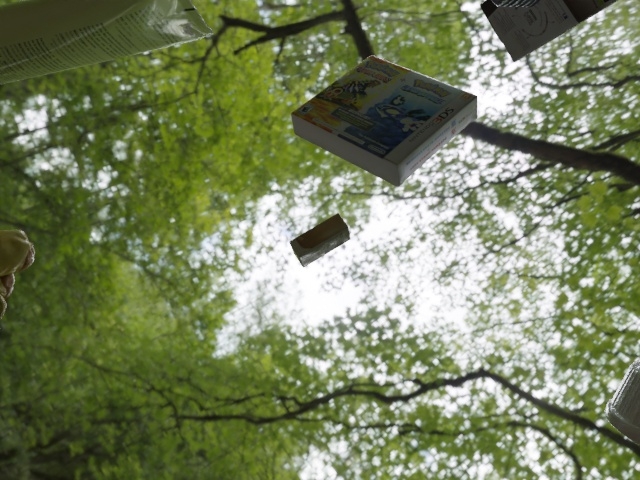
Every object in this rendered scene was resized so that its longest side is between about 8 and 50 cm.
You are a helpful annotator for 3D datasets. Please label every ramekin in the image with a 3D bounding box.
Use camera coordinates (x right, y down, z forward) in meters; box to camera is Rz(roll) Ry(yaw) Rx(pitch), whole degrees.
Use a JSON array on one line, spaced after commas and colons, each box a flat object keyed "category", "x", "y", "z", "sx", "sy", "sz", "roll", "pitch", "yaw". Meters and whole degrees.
[{"category": "ramekin", "x": 0.684, "y": 0.314, "z": 1.152, "sx": 0.273, "sy": 0.273, "sz": 0.127, "roll": 22, "pitch": -78, "yaw": 41}]

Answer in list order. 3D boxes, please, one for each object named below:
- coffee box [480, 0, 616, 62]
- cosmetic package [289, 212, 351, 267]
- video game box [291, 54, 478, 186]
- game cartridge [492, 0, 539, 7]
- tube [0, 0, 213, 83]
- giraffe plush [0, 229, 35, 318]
[{"category": "coffee box", "x": 0.405, "y": -0.404, "z": 0.942, "sx": 0.119, "sy": 0.168, "sz": 0.297, "roll": 57, "pitch": -18, "yaw": -5}, {"category": "cosmetic package", "x": 0.000, "y": 0.000, "z": 1.230, "sx": 0.041, "sy": 0.115, "sz": 0.060, "roll": 56, "pitch": -9, "yaw": 26}, {"category": "video game box", "x": 0.093, "y": -0.183, "z": 0.915, "sx": 0.205, "sy": 0.187, "sz": 0.048, "roll": 32, "pitch": -32, "yaw": 32}, {"category": "game cartridge", "x": 0.152, "y": -0.446, "z": 0.803, "sx": 0.355, "sy": 0.230, "sz": 0.068, "roll": 52, "pitch": -52, "yaw": 4}, {"category": "tube", "x": -0.215, "y": -0.168, "z": 0.509, "sx": 0.240, "sy": 0.070, "sz": 0.062, "roll": -7, "pitch": -58, "yaw": 9}, {"category": "giraffe plush", "x": -0.428, "y": 0.066, "z": 0.715, "sx": 0.181, "sy": 0.210, "sz": 0.170, "roll": -47, "pitch": -122, "yaw": 10}]
